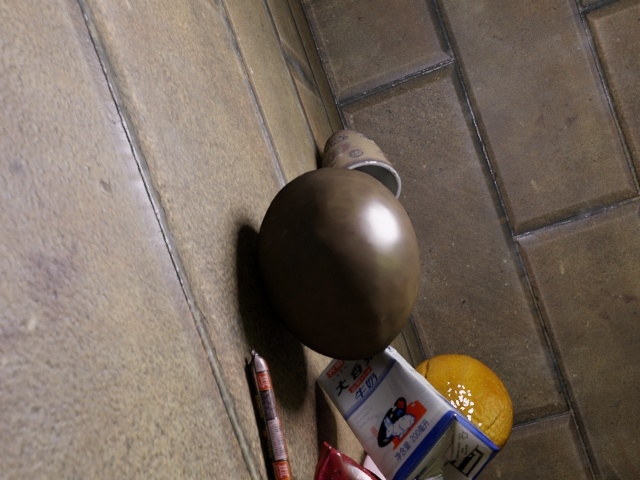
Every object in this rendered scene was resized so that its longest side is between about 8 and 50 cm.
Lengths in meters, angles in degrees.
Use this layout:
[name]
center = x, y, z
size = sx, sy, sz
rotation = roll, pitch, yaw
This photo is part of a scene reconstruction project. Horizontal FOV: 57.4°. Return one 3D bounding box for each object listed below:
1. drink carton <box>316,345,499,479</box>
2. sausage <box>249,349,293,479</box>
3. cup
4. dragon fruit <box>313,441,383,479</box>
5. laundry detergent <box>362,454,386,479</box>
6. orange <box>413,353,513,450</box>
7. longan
[drink carton]
center = 0.113, 0.254, 0.881
size = 0.106, 0.130, 0.315
rotation = 42, -3, -23
[sausage]
center = -0.058, 0.226, 0.692
size = 0.028, 0.025, 0.198
rotation = 3, 63, -44
[cup]
center = 0.104, -0.190, 1.831
size = 0.257, 0.227, 0.301
rotation = -104, -162, -47
[dragon fruit]
center = 0.072, 0.391, 0.772
size = 0.262, 0.134, 0.211
rotation = 37, -8, 6
[laundry detergent]
center = 0.128, 0.450, 1.085
size = 0.335, 0.088, 0.159
rotation = 17, 50, -77
[orange]
center = 0.366, 0.480, 1.621
size = 0.357, 0.322, 0.322
rotation = -21, 93, -74
[longan]
center = 0.029, 0.033, 0.885
size = 0.300, 0.243, 0.300
rotation = -1, 90, -79
